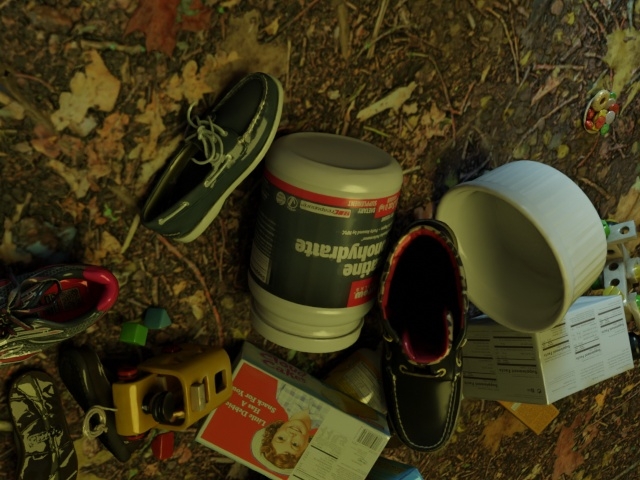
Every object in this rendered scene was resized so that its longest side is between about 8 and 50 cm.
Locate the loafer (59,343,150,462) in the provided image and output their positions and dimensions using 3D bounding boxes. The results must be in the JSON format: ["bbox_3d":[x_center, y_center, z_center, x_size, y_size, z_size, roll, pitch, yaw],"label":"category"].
[{"bbox_3d":[-0.299,0.218,1.123,0.078,0.080,0.220,-38,138,-28],"label":"loafer"}]

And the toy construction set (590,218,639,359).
[{"bbox_3d":[0.621,0.085,1.561,0.257,0.309,0.237,-51,127,-25],"label":"toy construction set"}]

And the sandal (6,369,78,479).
[{"bbox_3d":[-0.394,0.277,1.098,0.090,0.060,0.219,-18,110,-34],"label":"sandal"}]

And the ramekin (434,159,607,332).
[{"bbox_3d":[0.334,0.002,1.318,0.135,0.277,0.277,-33,130,-26],"label":"ramekin"}]

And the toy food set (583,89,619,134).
[{"bbox_3d":[0.521,-0.238,1.476,0.082,0.020,0.083,9,110,-39],"label":"toy food set"}]

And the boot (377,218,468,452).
[{"bbox_3d":[0.153,0.149,1.180,0.284,0.138,0.377,12,83,-82],"label":"boot"}]

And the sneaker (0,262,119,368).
[{"bbox_3d":[-0.379,0.092,0.920,0.299,0.112,0.121,-27,97,-36],"label":"sneaker"}]

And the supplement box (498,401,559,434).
[{"bbox_3d":[0.423,0.335,1.701,0.080,0.078,0.233,-51,132,0],"label":"supplement box"}]

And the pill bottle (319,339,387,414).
[{"bbox_3d":[0.067,0.260,1.374,0.208,0.117,0.117,-37,131,-12],"label":"pill bottle"}]

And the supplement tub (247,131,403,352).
[{"bbox_3d":[0.000,0.000,1.123,0.191,0.191,0.272,-6,119,-33],"label":"supplement tub"}]

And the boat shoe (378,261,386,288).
[{"bbox_3d":[0.142,0.037,1.352,0.133,0.042,0.049,-43,102,-10],"label":"boat shoe"}]

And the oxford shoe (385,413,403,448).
[{"bbox_3d":[0.143,0.338,1.453,0.096,0.083,0.227,-20,153,-18],"label":"oxford shoe"}]

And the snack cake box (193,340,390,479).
[{"bbox_3d":[-0.043,0.292,1.244,0.264,0.089,0.152,29,100,-7],"label":"snack cake box"}]

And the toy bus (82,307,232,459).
[{"bbox_3d":[-0.204,0.212,1.104,0.191,0.104,0.202,57,41,-49],"label":"toy bus"}]

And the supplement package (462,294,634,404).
[{"bbox_3d":[0.416,0.200,1.493,0.262,0.204,0.145,-10,90,-36],"label":"supplement package"}]

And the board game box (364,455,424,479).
[{"bbox_3d":[0.011,0.489,1.351,0.302,0.308,0.086,-31,90,-17],"label":"board game box"}]

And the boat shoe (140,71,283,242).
[{"bbox_3d":[-0.144,-0.113,1.025,0.254,0.095,0.079,-51,145,12],"label":"boat shoe"}]

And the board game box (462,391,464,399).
[{"bbox_3d":[0.271,0.255,1.578,0.103,0.026,0.154,-37,131,-13],"label":"board game box"}]
